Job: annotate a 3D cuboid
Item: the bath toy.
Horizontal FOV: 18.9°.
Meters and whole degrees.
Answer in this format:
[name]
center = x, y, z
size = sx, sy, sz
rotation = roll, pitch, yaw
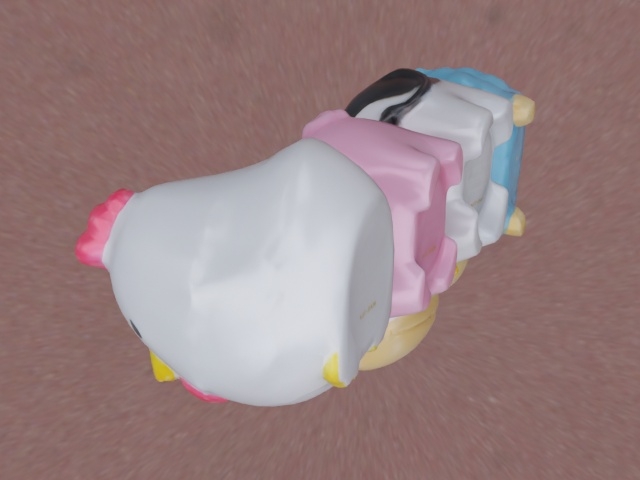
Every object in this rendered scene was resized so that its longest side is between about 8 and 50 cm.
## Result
[bath toy]
center = 0.000, 0.000, 0.879
size = 0.129, 0.348, 0.151
rotation = 9, 102, 17
